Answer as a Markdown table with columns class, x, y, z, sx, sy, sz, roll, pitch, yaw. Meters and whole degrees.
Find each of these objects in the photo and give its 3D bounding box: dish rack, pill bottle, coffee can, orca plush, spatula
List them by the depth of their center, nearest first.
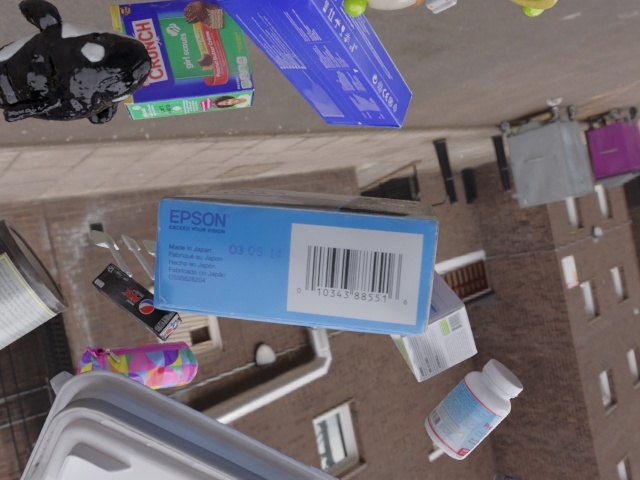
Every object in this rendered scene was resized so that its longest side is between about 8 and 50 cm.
| class | x | y | z | sx | sy | sz | roll | pitch | yaw |
| --- | --- | --- | --- | --- | --- | --- | --- | --- | --- |
| dish rack | -0.142 | 0.304 | 0.508 | 0.332 | 0.286 | 0.072 | 28 | -165 | -2 |
| orca plush | -0.336 | -0.182 | 0.607 | 0.287 | 0.151 | 0.102 | 13 | -133 | 7 |
| pill bottle | 0.254 | 0.276 | 0.896 | 0.160 | 0.087 | 0.087 | -52 | 168 | 16 |
| coffee can | -0.634 | 0.118 | 0.967 | 0.275 | 0.202 | 0.201 | -35 | -171 | -20 |
| spatula | -0.412 | 0.039 | 1.223 | 0.168 | 0.019 | 0.242 | 19 | -166 | -41 |

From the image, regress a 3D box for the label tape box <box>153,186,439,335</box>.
| class | x | y | z | sx | sy | sz | roll | pitch | yaw |
| --- | --- | --- | --- | --- | --- | --- | --- | --- | --- |
| label tape box | 0.000 | 0.000 | 0.609 | 0.240 | 0.106 | 0.333 | 5 | -172 | 9 |

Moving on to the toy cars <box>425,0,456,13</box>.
| class | x | y | z | sx | sy | sz | roll | pitch | yaw |
| --- | --- | --- | --- | --- | --- | --- | --- | --- | --- |
| toy cars | 0.308 | -0.670 | 1.104 | 0.087 | 0.176 | 0.394 | 14 | 130 | -23 |

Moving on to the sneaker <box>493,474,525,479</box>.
| class | x | y | z | sx | sy | sz | roll | pitch | yaw |
| --- | --- | --- | --- | --- | --- | --- | --- | --- | --- |
| sneaker | 0.323 | 0.490 | 0.842 | 0.111 | 0.129 | 0.297 | 12 | -175 | 12 |

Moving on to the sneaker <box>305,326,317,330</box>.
| class | x | y | z | sx | sy | sz | roll | pitch | yaw |
| --- | --- | --- | --- | --- | --- | --- | --- | --- | --- |
| sneaker | -0.067 | 0.109 | 1.001 | 0.153 | 0.101 | 0.268 | 28 | 159 | -5 |

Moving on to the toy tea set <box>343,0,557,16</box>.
| class | x | y | z | sx | sy | sz | roll | pitch | yaw |
| --- | --- | --- | --- | --- | --- | --- | --- | --- | --- |
| toy tea set | 0.052 | -0.226 | 0.336 | 0.200 | 0.124 | 0.336 | 35 | -172 | 27 |

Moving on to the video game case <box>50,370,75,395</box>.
| class | x | y | z | sx | sy | sz | roll | pitch | yaw |
| --- | --- | --- | --- | --- | --- | --- | --- | --- | --- |
| video game case | -0.260 | 0.292 | 0.733 | 0.026 | 0.206 | 0.227 | -36 | 152 | -14 |

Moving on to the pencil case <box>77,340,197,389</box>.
| class | x | y | z | sx | sy | sz | roll | pitch | yaw |
| --- | --- | --- | --- | --- | --- | --- | --- | --- | --- |
| pencil case | -0.370 | 0.258 | 1.110 | 0.104 | 0.105 | 0.236 | -11 | 168 | 39 |

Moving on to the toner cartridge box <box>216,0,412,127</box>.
| class | x | y | z | sx | sy | sz | roll | pitch | yaw |
| --- | --- | --- | --- | --- | --- | --- | --- | --- | --- |
| toner cartridge box | 0.008 | -0.304 | 0.878 | 0.165 | 0.075 | 0.348 | 13 | 167 | 33 |

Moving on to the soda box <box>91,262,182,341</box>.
| class | x | y | z | sx | sy | sz | roll | pitch | yaw |
| --- | --- | --- | --- | --- | --- | --- | --- | --- | --- |
| soda box | -0.346 | 0.117 | 1.027 | 0.053 | 0.169 | 0.060 | -51 | 169 | -22 |

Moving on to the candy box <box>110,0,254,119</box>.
| class | x | y | z | sx | sy | sz | roll | pitch | yaw |
| --- | --- | --- | --- | --- | --- | --- | --- | --- | --- |
| candy box | -0.348 | -0.464 | 1.378 | 0.317 | 0.268 | 0.122 | -10 | 171 | -10 |

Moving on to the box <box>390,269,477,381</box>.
| class | x | y | z | sx | sy | sz | roll | pitch | yaw |
| --- | --- | --- | --- | --- | --- | --- | --- | --- | --- |
| box | 0.149 | 0.104 | 0.876 | 0.103 | 0.114 | 0.203 | -26 | -145 | -3 |
